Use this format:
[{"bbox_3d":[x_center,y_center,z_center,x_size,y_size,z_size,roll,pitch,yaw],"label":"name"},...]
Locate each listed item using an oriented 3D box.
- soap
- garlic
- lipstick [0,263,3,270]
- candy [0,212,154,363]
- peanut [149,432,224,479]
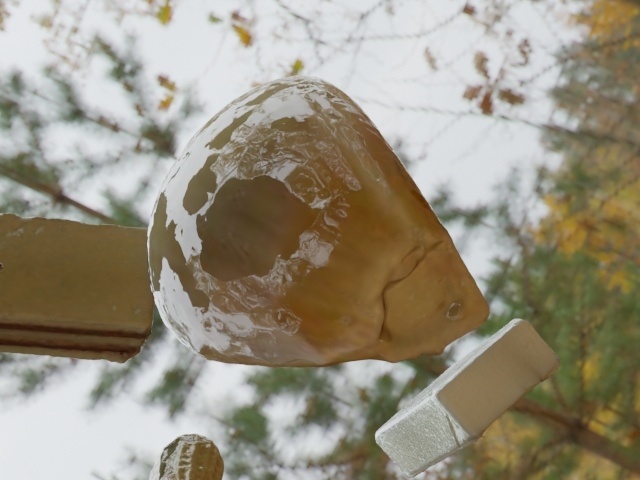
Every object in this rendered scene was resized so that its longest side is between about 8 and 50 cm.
[{"bbox_3d":[0.133,0.149,1.190,0.121,0.064,0.183,-36,-8,-25],"label":"soap"},{"bbox_3d":[0.000,0.002,0.650,0.145,0.164,0.245,-63,-2,3],"label":"garlic"},{"bbox_3d":[-0.285,0.082,0.641,0.279,0.073,0.073,-41,-22,-7],"label":"lipstick"},{"bbox_3d":[-0.402,0.068,1.879,0.135,0.320,0.179,123,147,-51],"label":"candy"},{"bbox_3d":[-0.166,0.304,1.534,0.083,0.093,0.194,60,-160,-25],"label":"peanut"}]
